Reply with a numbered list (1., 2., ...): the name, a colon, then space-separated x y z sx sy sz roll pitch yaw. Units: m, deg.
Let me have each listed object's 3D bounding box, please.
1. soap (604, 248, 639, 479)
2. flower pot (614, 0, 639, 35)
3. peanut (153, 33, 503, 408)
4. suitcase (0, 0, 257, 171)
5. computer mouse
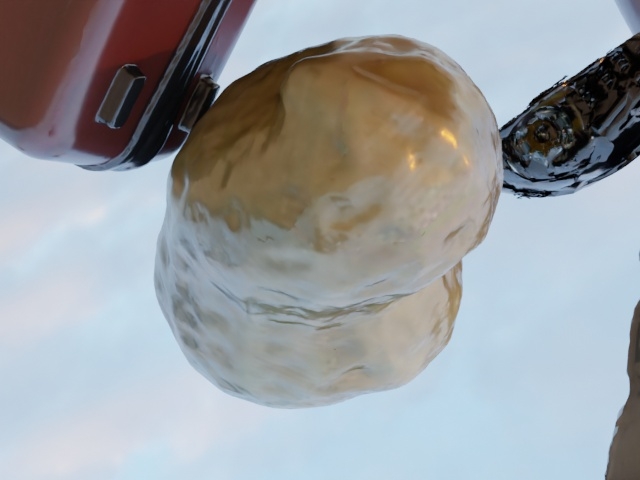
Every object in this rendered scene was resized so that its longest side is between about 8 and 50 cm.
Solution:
1. soap: 0.447 0.181 1.312 0.213 0.435 0.350 2 -112 40
2. flower pot: 0.405 -0.237 1.340 0.265 0.265 0.243 -18 -115 9
3. peanut: 0.000 0.000 0.852 0.169 0.192 0.387 -45 172 -21
4. suitcase: -0.139 -0.210 0.852 0.236 0.297 0.161 34 -163 22
5. computer mouse: 0.222 -0.097 1.103 0.242 0.077 0.146 -37 173 28
